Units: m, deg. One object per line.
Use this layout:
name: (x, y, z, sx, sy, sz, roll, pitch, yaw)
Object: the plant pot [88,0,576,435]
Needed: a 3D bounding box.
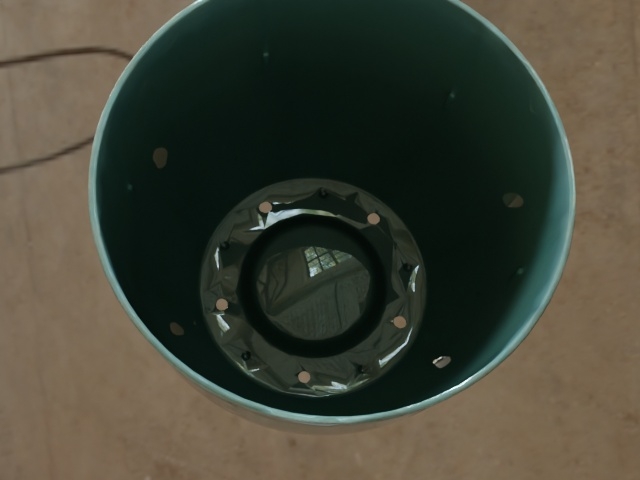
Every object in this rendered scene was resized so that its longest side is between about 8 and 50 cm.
plant pot: (0.000, 0.000, 0.882, 0.235, 0.293, 0.293, 104, 145, -72)
